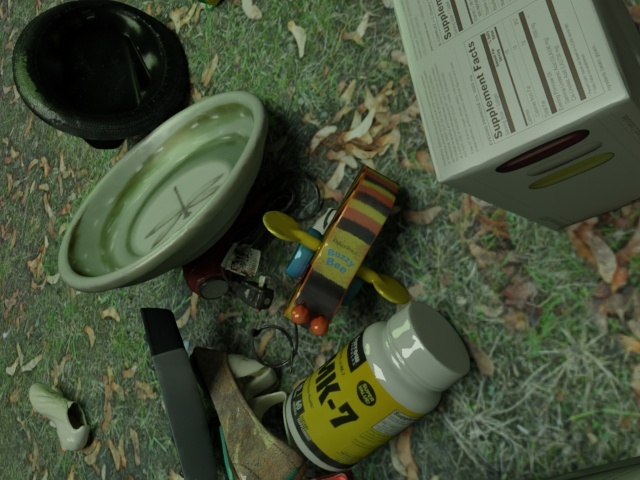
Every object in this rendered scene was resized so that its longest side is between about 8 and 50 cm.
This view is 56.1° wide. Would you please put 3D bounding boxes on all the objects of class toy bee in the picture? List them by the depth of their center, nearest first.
[{"bbox_3d":[0.016,0.054,0.743,0.195,0.162,0.298,9,99,-2],"label":"toy bee"}]

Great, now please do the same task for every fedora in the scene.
[{"bbox_3d":[-0.411,-0.296,1.147,0.152,0.334,0.334,118,139,-59],"label":"fedora"}]

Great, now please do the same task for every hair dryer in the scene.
[{"bbox_3d":[-0.132,-0.008,0.956,0.294,0.080,0.223,11,69,39],"label":"hair dryer"}]

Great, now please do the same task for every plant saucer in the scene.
[{"bbox_3d":[-0.226,-0.064,0.940,0.401,0.100,0.400,-24,38,21],"label":"plant saucer"}]

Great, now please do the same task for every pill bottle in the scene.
[{"bbox_3d":[0.065,0.171,0.708,0.208,0.119,0.119,-45,57,26],"label":"pill bottle"}]

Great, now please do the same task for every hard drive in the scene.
[{"bbox_3d":[-0.206,0.235,0.880,0.172,0.054,0.254,-139,38,-61],"label":"hard drive"}]

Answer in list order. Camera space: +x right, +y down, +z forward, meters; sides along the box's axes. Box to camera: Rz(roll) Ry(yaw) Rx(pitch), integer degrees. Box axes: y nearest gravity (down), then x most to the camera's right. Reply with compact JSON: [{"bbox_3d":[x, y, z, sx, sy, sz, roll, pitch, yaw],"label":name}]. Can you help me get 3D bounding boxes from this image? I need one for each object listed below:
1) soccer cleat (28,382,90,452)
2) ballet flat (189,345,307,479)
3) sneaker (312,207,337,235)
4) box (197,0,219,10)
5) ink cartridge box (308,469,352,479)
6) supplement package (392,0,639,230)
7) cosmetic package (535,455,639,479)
[{"bbox_3d":[-0.528,0.346,1.227,0.196,0.068,0.076,37,102,31],"label":"soccer cleat"},{"bbox_3d":[-0.098,0.233,0.842,0.106,0.107,0.316,-34,36,-5],"label":"ballet flat"},{"bbox_3d":[0.000,0.000,0.852,0.109,0.040,0.043,-48,39,20],"label":"sneaker"},{"bbox_3d":[-0.180,-0.500,1.065,0.179,0.043,0.105,-29,63,54],"label":"box"},{"bbox_3d":[-0.016,0.381,0.767,0.231,0.078,0.134,-30,65,33],"label":"ink cartridge box"},{"bbox_3d":[0.207,-0.141,0.544,0.145,0.262,0.204,-24,68,36],"label":"supplement package"},{"bbox_3d":[0.146,0.295,0.488,0.385,0.217,0.156,-48,54,49],"label":"cosmetic package"}]
